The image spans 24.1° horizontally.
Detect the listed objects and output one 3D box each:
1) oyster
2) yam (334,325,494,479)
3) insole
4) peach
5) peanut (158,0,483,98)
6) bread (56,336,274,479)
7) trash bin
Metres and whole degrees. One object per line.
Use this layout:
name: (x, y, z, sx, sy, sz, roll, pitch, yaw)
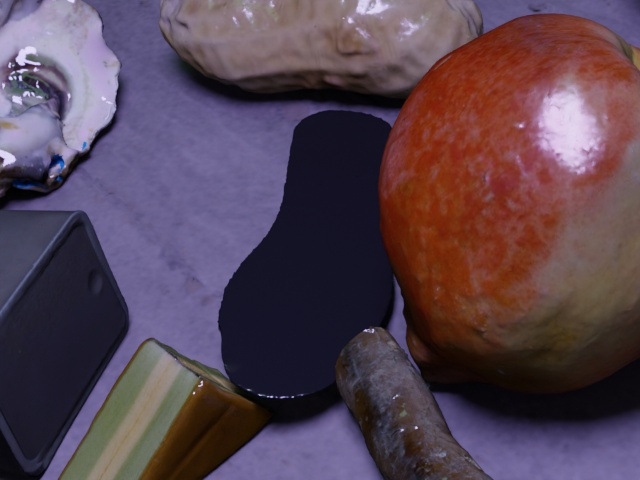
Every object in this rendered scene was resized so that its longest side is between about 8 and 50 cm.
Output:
oyster: (-0.269, -0.136, 1.290, 0.223, 0.214, 0.083, -18, -8, -40)
yam: (0.074, 0.149, 0.913, 0.061, 0.061, 0.253, -23, 42, -10)
insole: (0.000, 0.000, 1.120, 0.119, 0.009, 0.348, 6, 38, 5)
peach: (0.143, -0.008, 0.968, 0.232, 0.257, 0.232, 28, 27, -16)
peanut: (-0.005, -0.186, 1.275, 0.290, 0.130, 0.130, 3, 43, 23)
bread: (-0.109, 0.147, 1.006, 0.074, 0.084, 0.139, 29, 87, 39)
trash bin: (-0.286, 0.060, 1.080, 0.240, 0.122, 0.164, 5, 43, 25)
